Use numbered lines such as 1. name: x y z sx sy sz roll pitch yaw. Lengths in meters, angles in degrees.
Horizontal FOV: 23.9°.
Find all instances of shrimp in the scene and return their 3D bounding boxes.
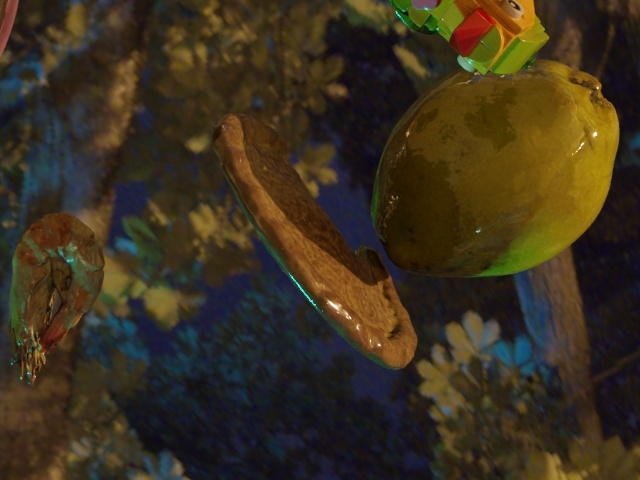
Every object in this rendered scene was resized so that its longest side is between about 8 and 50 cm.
1. shrimp: -0.283 0.063 1.573 0.101 0.042 0.190 20 -77 13

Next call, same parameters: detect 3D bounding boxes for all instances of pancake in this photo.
1. pancake: 0.000 0.000 1.445 0.033 0.286 0.288 -36 -114 16

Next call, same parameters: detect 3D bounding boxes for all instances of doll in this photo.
1. doll: 0.121 -0.217 1.289 0.106 0.134 0.186 -49 -127 30

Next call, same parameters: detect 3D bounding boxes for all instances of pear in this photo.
1. pear: 0.169 -0.069 1.500 0.269 0.212 0.212 -37 -128 23

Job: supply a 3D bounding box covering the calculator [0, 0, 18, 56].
1. calculator: -0.425 -0.203 1.651 0.194 0.043 0.294 -6 -129 21
